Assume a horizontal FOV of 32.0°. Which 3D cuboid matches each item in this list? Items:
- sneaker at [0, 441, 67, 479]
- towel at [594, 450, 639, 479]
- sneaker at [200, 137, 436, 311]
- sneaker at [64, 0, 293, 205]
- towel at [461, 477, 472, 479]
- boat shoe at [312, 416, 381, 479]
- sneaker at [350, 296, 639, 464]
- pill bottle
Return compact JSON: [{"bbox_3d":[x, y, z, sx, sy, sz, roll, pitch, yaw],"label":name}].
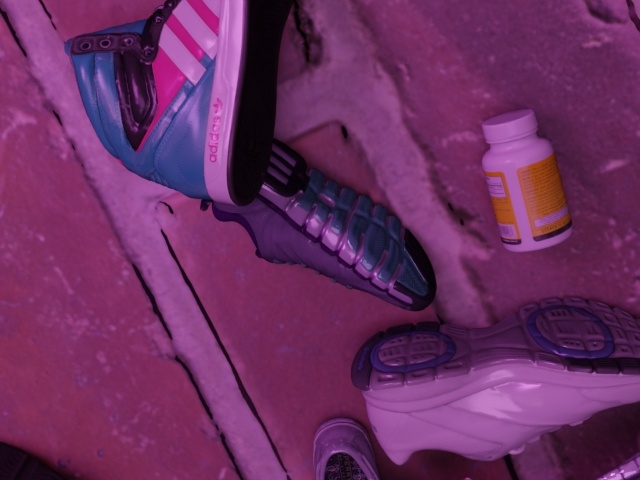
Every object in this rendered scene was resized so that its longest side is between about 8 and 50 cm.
[{"bbox_3d":[-0.422,0.331,1.096,0.447,0.169,0.258,9,114,9],"label":"sneaker"},{"bbox_3d":[0.297,0.324,1.012,0.283,0.121,0.235,-37,123,7],"label":"towel"},{"bbox_3d":[0.000,0.000,1.019,0.223,0.083,0.098,38,131,-8],"label":"sneaker"},{"bbox_3d":[-0.122,-0.183,0.944,0.178,0.124,0.296,7,84,19],"label":"sneaker"},{"bbox_3d":[0.080,0.379,1.077,0.329,0.037,0.237,-41,128,12],"label":"towel"},{"bbox_3d":[0.035,0.286,1.079,0.079,0.081,0.228,-12,104,6],"label":"boat shoe"},{"bbox_3d":[0.182,0.136,1.034,0.297,0.111,0.129,-6,121,8],"label":"sneaker"},{"bbox_3d":[0.180,-0.054,0.987,0.065,0.065,0.116,-15,105,7],"label":"pill bottle"}]
